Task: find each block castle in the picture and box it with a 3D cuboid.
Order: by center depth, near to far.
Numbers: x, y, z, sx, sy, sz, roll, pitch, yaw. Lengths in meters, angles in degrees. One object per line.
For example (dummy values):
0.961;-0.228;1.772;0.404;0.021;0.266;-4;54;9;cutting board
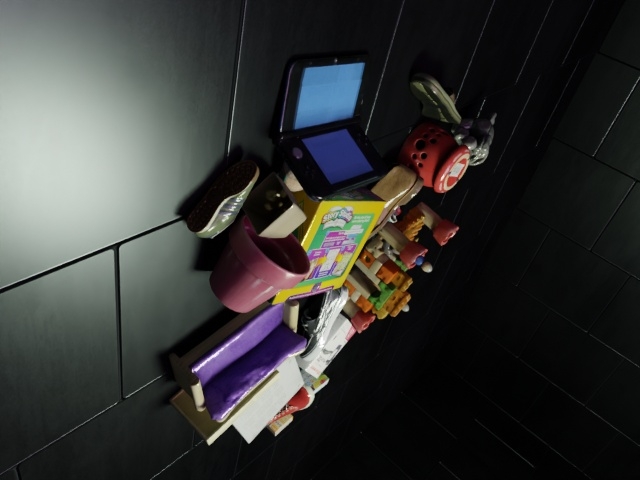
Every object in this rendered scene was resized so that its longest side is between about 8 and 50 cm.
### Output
0.267;0.113;1.917;0.303;0.213;0.453;-28;156;-44;block castle

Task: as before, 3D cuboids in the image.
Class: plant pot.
-0.095;-0.067;1.242;0.109;0.109;0.096;-40;146;14;plant pot
-0.154;0.062;1.280;0.180;0.201;0.201;-46;158;22;plant pot
0.363;-0.255;1.758;0.191;0.174;0.191;-39;152;-25;plant pot

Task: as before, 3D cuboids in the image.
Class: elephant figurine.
0.518;-0.325;1.990;0.239;0.185;0.170;98;-7;-62;elephant figurine

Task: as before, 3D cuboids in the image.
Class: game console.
0.051;-0.258;1.235;0.293;0.250;0.173;-24;168;-45;game console

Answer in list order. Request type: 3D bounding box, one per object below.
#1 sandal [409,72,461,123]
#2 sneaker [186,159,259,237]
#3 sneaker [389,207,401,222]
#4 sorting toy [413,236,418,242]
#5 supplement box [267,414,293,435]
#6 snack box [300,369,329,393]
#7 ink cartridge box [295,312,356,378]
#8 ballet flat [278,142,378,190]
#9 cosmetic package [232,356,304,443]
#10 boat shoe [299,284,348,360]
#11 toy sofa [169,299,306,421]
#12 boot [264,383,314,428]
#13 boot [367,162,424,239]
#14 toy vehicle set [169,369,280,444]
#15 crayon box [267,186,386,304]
0.349;-0.417;1.603;0.086;0.120;0.302;-67;154;-3;sandal
-0.197;-0.081;1.163;0.192;0.064;0.086;-49;162;-9;sneaker
0.239;-0.125;1.817;0.057;0.075;0.161;-35;149;-34;sneaker
0.313;0.087;2.226;0.274;0.046;0.132;-49;157;-37;sorting toy
-0.166;0.725;2.214;0.098;0.062;0.036;-36;150;-34;supplement box
-0.049;0.551;2.149;0.141;0.100;0.037;-27;145;-44;snack box
0.007;0.373;2.021;0.237;0.100;0.172;-49;154;-8;ink cartridge box
0.014;-0.186;1.362;0.315;0.108;0.106;-17;155;-43;ballet flat
-0.200;0.489;1.823;0.284;0.097;0.377;-42;152;-20;cosmetic package
-0.017;0.269;1.858;0.102;0.108;0.301;19;110;-27;boat shoe
-0.205;0.293;1.479;0.362;0.177;0.150;-36;150;-31;toy sofa
-0.141;0.620;2.035;0.176;0.088;0.244;-19;162;-46;boot
0.177;-0.116;1.731;0.305;0.115;0.112;-48;-159;20;boot
-0.264;0.412;1.539;0.266;0.166;0.035;-40;151;-25;toy vehicle set
0.000;0.000;1.540;0.362;0.106;0.313;-6;126;-58;crayon box
